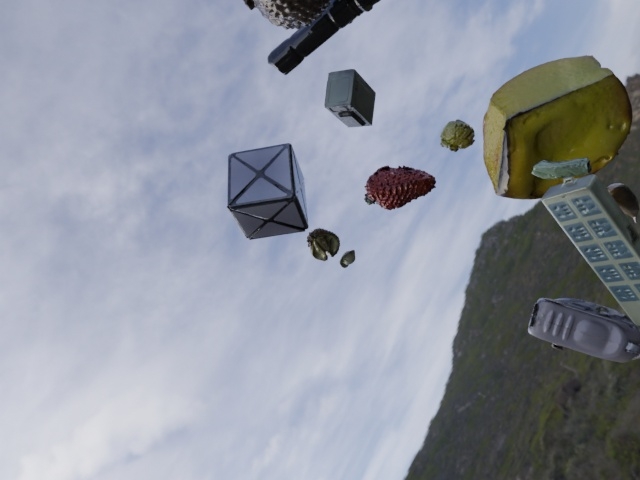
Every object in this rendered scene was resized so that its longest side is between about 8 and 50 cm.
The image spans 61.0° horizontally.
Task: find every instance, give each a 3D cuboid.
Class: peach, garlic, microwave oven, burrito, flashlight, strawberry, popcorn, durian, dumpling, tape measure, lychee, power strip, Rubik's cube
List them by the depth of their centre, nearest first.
[{"bbox_3d":[0.555,0.032,1.009,0.043,0.367,0.106,-46,11,-25],"label":"power strip"},{"bbox_3d":[0.507,-0.152,1.142,0.074,0.118,0.044,-23,-73,-67],"label":"burrito"},{"bbox_3d":[0.590,0.196,1.208,0.197,0.236,0.120,2,-76,-68],"label":"tape measure"},{"bbox_3d":[-0.075,-0.659,1.296,0.300,0.300,0.300,-39,-38,-38],"label":"lychee"},{"bbox_3d":[0.608,-0.291,1.471,0.380,0.242,0.306,-30,-63,14],"label":"peach"},{"bbox_3d":[0.026,-0.617,1.513,0.424,0.103,0.103,-32,-19,23],"label":"flashlight"},{"bbox_3d":[0.975,-0.132,1.756,0.084,0.152,0.066,-59,6,13],"label":"garlic"},{"bbox_3d":[-0.002,0.001,1.788,0.110,0.071,0.140,-43,-48,8],"label":"durian"},{"bbox_3d":[0.450,-0.342,1.797,0.106,0.121,0.116,-49,-42,-6],"label":"popcorn"},{"bbox_3d":[0.090,0.063,1.883,0.059,0.043,0.077,-19,-16,-36],"label":"dumpling"},{"bbox_3d":[0.267,-0.209,1.971,0.106,0.286,0.188,46,-137,-43],"label":"strawberry"},{"bbox_3d":[-0.197,-0.178,2.030,0.259,0.255,0.260,69,-167,-57],"label":"Rubik's cube"},{"bbox_3d":[0.111,-0.538,2.082,0.205,0.129,0.163,24,-108,-58],"label":"microwave oven"}]
